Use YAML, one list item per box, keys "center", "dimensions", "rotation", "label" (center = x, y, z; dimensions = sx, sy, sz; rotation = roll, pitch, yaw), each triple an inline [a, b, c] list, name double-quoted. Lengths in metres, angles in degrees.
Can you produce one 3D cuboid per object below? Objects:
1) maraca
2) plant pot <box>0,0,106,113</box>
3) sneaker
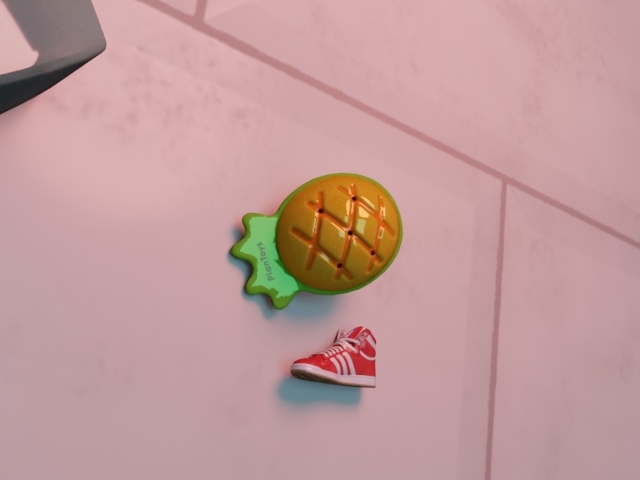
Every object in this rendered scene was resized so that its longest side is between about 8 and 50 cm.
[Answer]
- center: [0.000, 0.000, 0.855]
  dimensions: [0.186, 0.099, 0.127]
  rotation: [-21, 92, -14]
  label: "maraca"
- center: [-0.297, -0.164, 0.614]
  dimensions: [0.234, 0.166, 0.165]
  rotation: [-22, 94, -48]
  label: "plant pot"
- center: [0.016, 0.121, 0.871]
  dimensions: [0.118, 0.042, 0.066]
  rotation: [17, 73, -43]
  label: "sneaker"
